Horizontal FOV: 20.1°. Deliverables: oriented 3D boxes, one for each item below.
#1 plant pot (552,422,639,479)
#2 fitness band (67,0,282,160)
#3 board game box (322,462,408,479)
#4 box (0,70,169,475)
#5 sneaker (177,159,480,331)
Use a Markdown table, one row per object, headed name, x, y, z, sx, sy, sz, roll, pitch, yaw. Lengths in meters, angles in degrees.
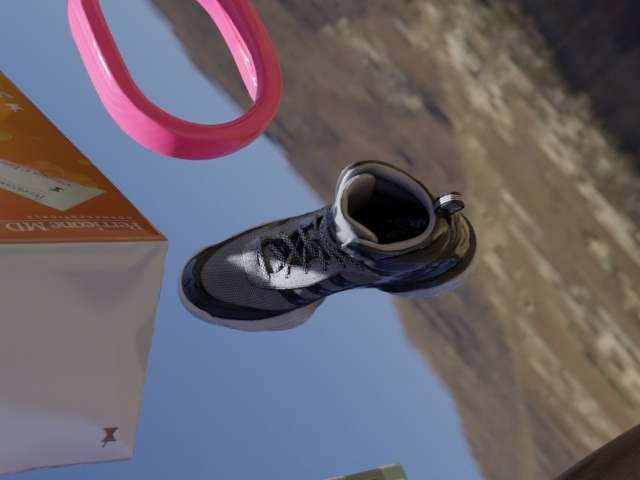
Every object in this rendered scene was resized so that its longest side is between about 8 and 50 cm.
| name | x | y | z | sx | sy | sz | roll | pitch | yaw |
| --- | --- | --- | --- | --- | --- | --- | --- | --- | --- |
| plant pot | 0.226 | 0.232 | 1.265 | 0.215 | 0.230 | 0.215 | 39 | 164 | 13 |
| fitness band | -0.159 | -0.213 | 1.976 | 0.209 | 0.054 | 0.291 | -9 | -121 | -32 |
| board game box | -0.087 | 0.336 | 1.888 | 0.079 | 0.336 | 0.254 | 69 | -162 | 11 |
| box | -0.279 | 0.007 | 1.252 | 0.215 | 0.168 | 0.345 | -1 | -155 | -31 |
| sneaker | 0.000 | 0.000 | 1.538 | 0.153 | 0.269 | 0.101 | 72 | -171 | -67 |
